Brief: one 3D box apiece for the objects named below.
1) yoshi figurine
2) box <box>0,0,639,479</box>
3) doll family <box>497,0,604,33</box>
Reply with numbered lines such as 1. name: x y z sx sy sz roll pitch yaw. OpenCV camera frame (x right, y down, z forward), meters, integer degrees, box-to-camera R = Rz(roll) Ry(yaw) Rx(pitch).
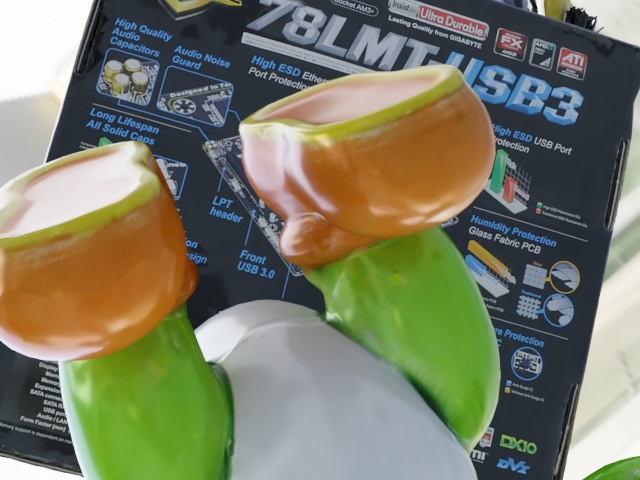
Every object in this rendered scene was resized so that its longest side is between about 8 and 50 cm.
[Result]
1. yoshi figurine: 0.021 0.141 0.425 0.203 0.203 0.362 -41 -59 -56
2. box: 0.000 0.000 0.690 0.295 0.293 0.073 16 166 -10
3. doll family: 0.145 -0.162 0.947 0.193 0.076 0.111 12 -103 -52
